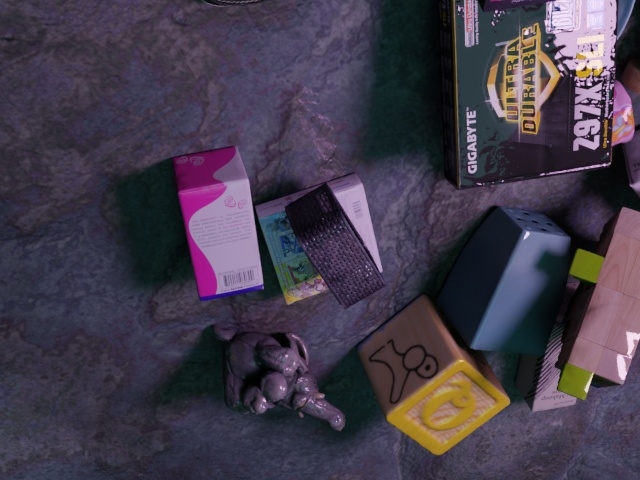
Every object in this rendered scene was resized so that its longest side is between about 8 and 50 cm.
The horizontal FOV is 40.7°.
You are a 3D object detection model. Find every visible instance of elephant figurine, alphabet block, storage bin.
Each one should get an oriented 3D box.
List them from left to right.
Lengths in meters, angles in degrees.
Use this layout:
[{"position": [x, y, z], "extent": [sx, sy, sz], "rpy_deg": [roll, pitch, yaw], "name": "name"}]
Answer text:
[{"position": [-0.073, 0.261, 1.629], "extent": [0.169, 0.186, 0.239], "rpy_deg": [-6, 165, 30], "name": "elephant figurine"}, {"position": [0.025, 0.010, 1.424], "extent": [0.084, 0.122, 0.180], "rpy_deg": [-30, 127, 4], "name": "storage bin"}, {"position": [0.215, 0.261, 1.679], "extent": [0.192, 0.197, 0.193], "rpy_deg": [-41, 127, 15], "name": "alphabet block"}]

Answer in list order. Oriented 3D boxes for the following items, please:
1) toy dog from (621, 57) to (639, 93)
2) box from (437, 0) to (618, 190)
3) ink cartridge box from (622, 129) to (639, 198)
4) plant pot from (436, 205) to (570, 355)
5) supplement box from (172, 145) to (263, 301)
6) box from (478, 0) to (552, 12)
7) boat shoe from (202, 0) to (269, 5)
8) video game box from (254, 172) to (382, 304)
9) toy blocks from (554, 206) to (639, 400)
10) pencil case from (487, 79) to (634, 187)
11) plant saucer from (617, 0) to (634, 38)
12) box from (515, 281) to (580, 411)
[{"position": [0.643, -0.263, 1.388], "extent": [0.160, 0.334, 0.220], "rpy_deg": [-15, 156, -28], "name": "toy dog"}, {"position": [0.314, -0.253, 1.311], "extent": [0.257, 0.079, 0.322], "rpy_deg": [-9, 114, -9], "name": "box"}, {"position": [0.721, -0.101, 1.574], "extent": [0.223, 0.129, 0.307], "rpy_deg": [-24, 133, 31], "name": "ink cartridge box"}, {"position": [0.353, 0.066, 1.608], "extent": [0.165, 0.165, 0.234], "rpy_deg": [7, 115, -22], "name": "plant pot"}, {"position": [-0.165, -0.026, 1.405], "extent": [0.111, 0.114, 0.220], "rpy_deg": [-11, 129, -8], "name": "supplement box"}, {"position": [0.318, -0.426, 1.157], "extent": [0.247, 0.163, 0.142], "rpy_deg": [-11, 153, -10], "name": "box"}, {"position": [-0.013, -0.395, 1.180], "extent": [0.339, 0.113, 0.127], "rpy_deg": [-17, 129, -4], "name": "boat shoe"}, {"position": [0.000, 0.000, 1.517], "extent": [0.187, 0.048, 0.205], "rpy_deg": [-20, 128, -6], "name": "video game box"}, {"position": [0.520, 0.115, 1.569], "extent": [0.190, 0.261, 0.382], "rpy_deg": [21, 81, 10], "name": "toy blocks"}, {"position": [0.382, -0.180, 1.463], "extent": [0.284, 0.124, 0.124], "rpy_deg": [-19, 128, -2], "name": "pencil case"}, {"position": [0.341, -0.374, 1.352], "extent": [0.317, 0.044, 0.318], "rpy_deg": [-8, 126, -11], "name": "plant saucer"}, {"position": [0.491, 0.224, 1.803], "extent": [0.113, 0.094, 0.275], "rpy_deg": [-8, 127, -11], "name": "box"}]
